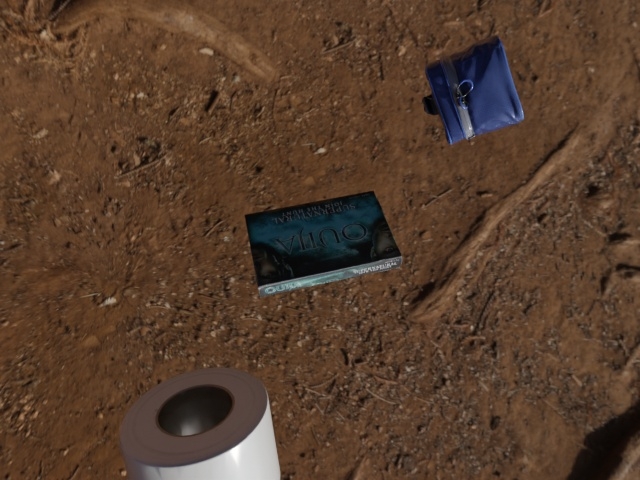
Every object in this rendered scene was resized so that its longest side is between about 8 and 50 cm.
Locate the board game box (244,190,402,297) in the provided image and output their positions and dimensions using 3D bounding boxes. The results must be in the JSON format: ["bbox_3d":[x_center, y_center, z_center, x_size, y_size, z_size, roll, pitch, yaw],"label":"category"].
[{"bbox_3d":[0.000,0.000,0.641,0.186,0.026,0.126,-12,51,-7],"label":"board game box"}]

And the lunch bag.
[{"bbox_3d":[0.115,-0.116,0.380,0.067,0.065,0.098,67,22,-13],"label":"lunch bag"}]

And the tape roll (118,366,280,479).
[{"bbox_3d":[-0.199,0.357,0.828,0.246,0.246,0.169,-14,112,-24],"label":"tape roll"}]
